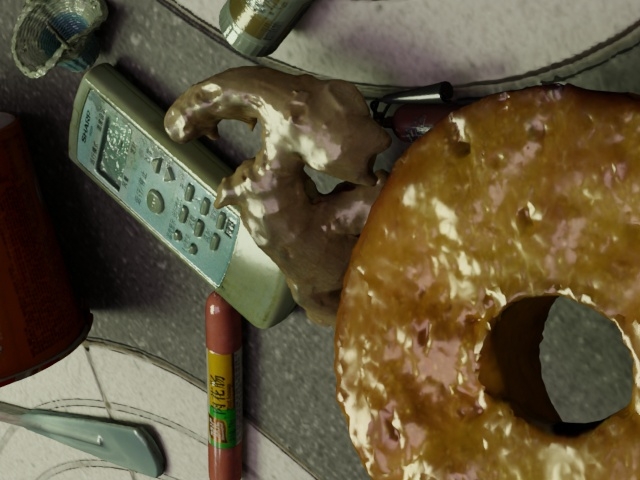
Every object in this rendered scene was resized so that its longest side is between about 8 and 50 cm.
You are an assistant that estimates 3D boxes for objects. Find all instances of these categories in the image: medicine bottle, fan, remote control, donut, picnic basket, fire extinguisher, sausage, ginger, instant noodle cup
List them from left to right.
[{"bbox_3d":[-0.326,0.006,1.229,0.250,0.250,0.192,8,112,43],"label":"instant noodle cup"},{"bbox_3d":[-0.199,-0.159,1.103,0.065,0.083,0.083,53,-173,29],"label":"picnic basket"},{"bbox_3d":[-0.247,0.184,1.418,0.282,0.023,0.057,4,126,45],"label":"fan"},{"bbox_3d":[-0.102,-0.033,1.115,0.233,0.038,0.098,41,137,20],"label":"remote control"},{"bbox_3d":[-0.077,0.124,1.197,0.029,0.029,0.223,27,132,32],"label":"sausage"},{"bbox_3d":[-0.029,-0.159,0.950,0.047,0.047,0.083,52,140,7],"label":"medicine bottle"},{"bbox_3d":[0.011,-0.004,0.977,0.149,0.065,0.258,-12,118,41],"label":"ginger"},{"bbox_3d":[0.062,-0.078,0.910,0.100,0.046,0.032,7,81,37],"label":"fire extinguisher"},{"bbox_3d":[0.150,0.063,0.796,0.303,0.110,0.303,-3,86,42],"label":"donut"}]
